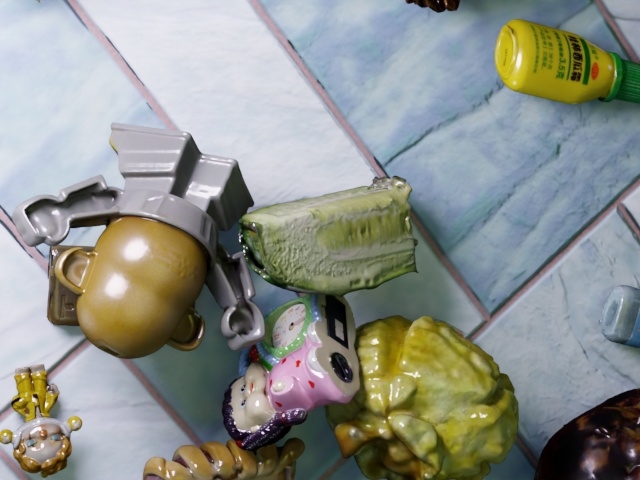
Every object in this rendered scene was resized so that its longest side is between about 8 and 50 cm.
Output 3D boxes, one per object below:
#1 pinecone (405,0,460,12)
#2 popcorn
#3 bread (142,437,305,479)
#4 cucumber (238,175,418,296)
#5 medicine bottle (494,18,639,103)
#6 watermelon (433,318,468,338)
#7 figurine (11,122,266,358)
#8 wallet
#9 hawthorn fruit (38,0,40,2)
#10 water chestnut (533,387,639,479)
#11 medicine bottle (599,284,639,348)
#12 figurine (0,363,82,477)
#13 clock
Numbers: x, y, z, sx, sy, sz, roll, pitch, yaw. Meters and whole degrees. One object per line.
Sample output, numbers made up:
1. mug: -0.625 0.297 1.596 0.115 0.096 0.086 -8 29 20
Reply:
1. pinecone: 0.177 -0.386 1.894 0.173 0.173 0.174 -3 98 -21
2. popcorn: 0.131 0.224 1.903 0.270 0.258 0.224 -1 127 -27
3. bread: -0.133 0.326 1.901 0.225 0.081 0.134 -5 127 -23
4. cucumber: -0.001 0.003 1.834 0.325 0.105 0.145 -13 96 -51
5. medicine bottle: 0.395 -0.246 2.043 0.309 0.076 0.111 9 73 -26
6. watermelon: 0.176 0.157 2.017 0.085 0.061 0.085 1 87 -24
7. figurine: -0.212 0.014 1.758 0.342 0.167 0.285 18 65 -4
8. wallet: -0.263 0.063 1.850 0.198 0.031 0.110 3 96 -21
9. hawthorn fruit: -0.370 -0.398 1.683 0.173 0.179 0.173 7 55 -10
10. water chestnut: 0.478 0.355 2.027 0.335 0.335 0.347 -18 135 -18
11. medicine bottle: 0.532 0.132 2.158 0.208 0.053 0.090 15 92 -23
12. figurine: -0.372 0.236 1.816 0.101 0.068 0.143 -34 96 -18
13. clock: -0.045 0.172 1.855 0.195 0.194 0.100 -34 127 27
